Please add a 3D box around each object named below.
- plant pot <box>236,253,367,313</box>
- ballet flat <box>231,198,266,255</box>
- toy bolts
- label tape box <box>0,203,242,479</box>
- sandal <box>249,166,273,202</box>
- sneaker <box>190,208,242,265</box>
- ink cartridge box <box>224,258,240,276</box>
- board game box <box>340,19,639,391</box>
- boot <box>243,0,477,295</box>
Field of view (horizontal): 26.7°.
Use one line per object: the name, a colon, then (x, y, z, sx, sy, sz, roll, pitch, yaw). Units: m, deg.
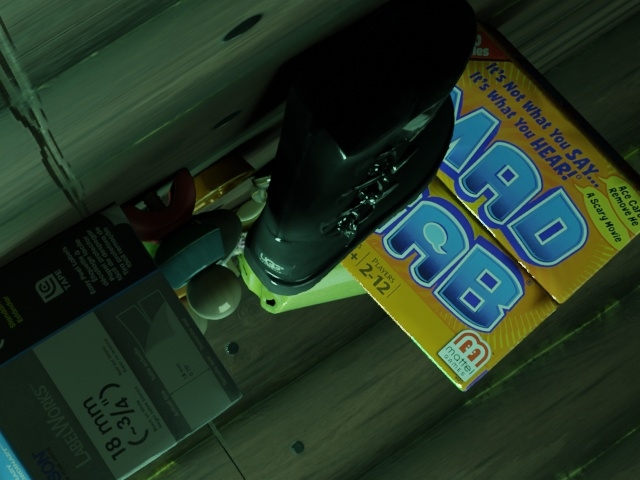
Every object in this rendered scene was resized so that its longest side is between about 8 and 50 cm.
plant pot: (0.000, 0.000, 2.302, 0.254, 0.276, 0.276, -19, 172, -25)
ballet flat: (-0.077, -0.053, 2.149, 0.221, 0.077, 0.079, -32, 158, -24)
toy bolts: (-0.132, 0.013, 1.522, 0.218, 0.158, 0.228, -33, 178, -10)
label tape box: (-0.282, 0.154, 1.339, 0.333, 0.241, 0.106, -33, 178, -24)
sandal: (-0.056, -0.077, 1.937, 0.090, 0.060, 0.219, -33, 178, -14)
sneaker: (-0.189, 0.016, 1.782, 0.228, 0.086, 0.132, -32, 175, -22)
ink cartridge box: (-0.205, 0.049, 2.021, 0.135, 0.099, 0.056, -33, 179, 7)
board game box: (0.231, -0.061, 1.934, 0.356, 0.356, 0.356, -45, 175, 13)
boot: (0.072, -0.148, 1.483, 0.367, 0.146, 0.445, -53, 172, -23)
